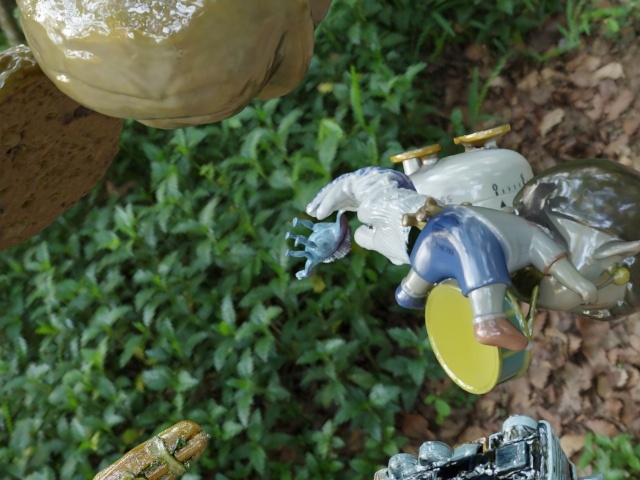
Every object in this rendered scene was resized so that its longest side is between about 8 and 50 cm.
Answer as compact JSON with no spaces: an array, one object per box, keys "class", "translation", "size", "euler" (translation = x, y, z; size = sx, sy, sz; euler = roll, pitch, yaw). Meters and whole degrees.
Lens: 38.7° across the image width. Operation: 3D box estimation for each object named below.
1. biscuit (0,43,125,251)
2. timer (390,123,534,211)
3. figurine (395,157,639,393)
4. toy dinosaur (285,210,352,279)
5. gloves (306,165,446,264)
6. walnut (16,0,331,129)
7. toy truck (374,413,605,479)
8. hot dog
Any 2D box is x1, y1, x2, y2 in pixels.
[{"class":"biscuit","translation":[-0.336,-0.107,1.023],"size":[0.075,0.296,0.296],"euler":[43,86,13]},{"class":"timer","translation":[0.231,-0.043,1.428],"size":[0.233,0.240,0.233],"euler":[-16,5,1]},{"class":"figurine","translation":[0.206,0.016,0.780],"size":[0.275,0.158,0.161],"euler":[-18,24,-22]},{"class":"toy dinosaur","translation":[0.000,0.000,1.210],"size":[0.197,0.080,0.045],"euler":[129,147,-49]},{"class":"gloves","translation":[0.066,-0.027,1.024],"size":[0.097,0.119,0.229],"euler":[-35,30,-26]},{"class":"walnut","translation":[-0.122,-0.236,0.812],"size":[0.285,0.285,0.296],"euler":[8,51,45]},{"class":"toy truck","translation":[0.249,0.380,1.325],"size":[0.338,0.184,0.133],"euler":[-25,30,29]},{"class":"hot dog","translation":[-0.311,0.420,1.674],"size":[0.269,0.109,0.072],"euler":[-36,38,8]}]
